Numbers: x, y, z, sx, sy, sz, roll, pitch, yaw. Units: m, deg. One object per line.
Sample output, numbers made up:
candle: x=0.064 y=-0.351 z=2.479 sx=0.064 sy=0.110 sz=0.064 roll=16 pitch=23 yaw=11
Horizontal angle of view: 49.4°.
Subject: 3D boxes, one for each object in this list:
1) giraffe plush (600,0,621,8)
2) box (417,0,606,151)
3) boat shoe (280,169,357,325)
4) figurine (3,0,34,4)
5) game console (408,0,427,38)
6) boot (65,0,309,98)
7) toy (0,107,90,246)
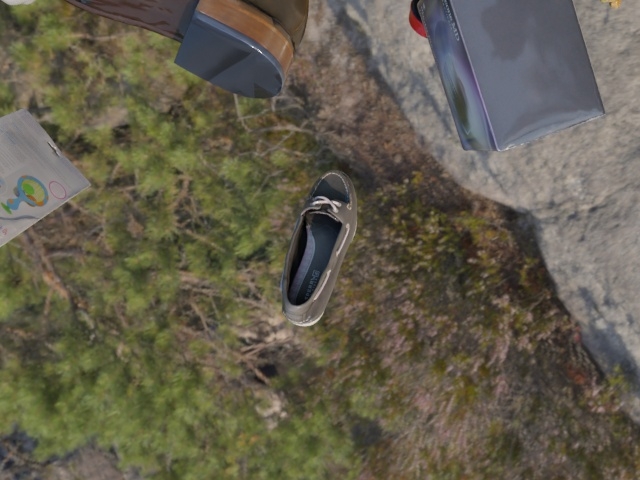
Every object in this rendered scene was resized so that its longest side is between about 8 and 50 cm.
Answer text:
giraffe plush: x=0.319 y=-0.336 z=0.716 sx=0.210 sy=0.181 sz=0.170 roll=51 pitch=122 yaw=41
box: x=0.298 y=-0.313 z=1.155 sx=0.294 sy=0.183 sz=0.296 roll=-84 pitch=-26 yaw=-83
boat shoe: x=0.000 y=0.000 z=1.342 sx=0.112 sy=0.335 sz=0.095 roll=11 pitch=159 yaw=11
figurine: x=-0.291 y=-0.354 z=0.836 sx=0.215 sy=0.209 sz=0.092 roll=-6 pitch=133 yaw=16
game console: x=0.415 y=-0.580 z=1.682 sx=0.342 sy=0.386 sz=0.060 roll=23 pitch=149 yaw=6
boot: x=-0.098 y=-0.180 z=0.393 sx=0.219 sy=0.106 sz=0.082 roll=32 pitch=156 yaw=-21
toy: x=-0.407 y=-0.073 z=0.878 sx=0.056 sy=0.237 sz=0.137 roll=-33 pitch=104 yaw=21
